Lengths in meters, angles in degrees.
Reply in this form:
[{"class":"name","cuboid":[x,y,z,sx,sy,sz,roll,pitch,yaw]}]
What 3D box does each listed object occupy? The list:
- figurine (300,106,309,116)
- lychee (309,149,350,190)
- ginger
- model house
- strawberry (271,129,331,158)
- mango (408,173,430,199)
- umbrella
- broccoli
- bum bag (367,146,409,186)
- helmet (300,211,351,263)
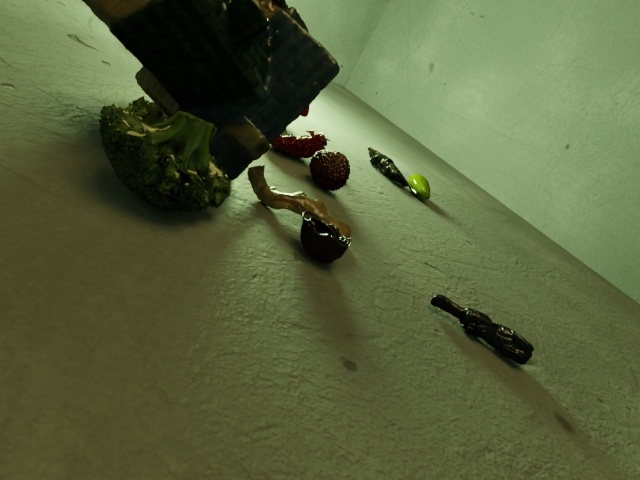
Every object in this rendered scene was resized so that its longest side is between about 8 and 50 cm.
[{"class":"figurine","cuboid":[-0.141,-0.521,1.771,0.173,0.173,0.173,26,23,-12]},{"class":"lychee","cuboid":[0.030,-0.209,1.401,0.123,0.123,0.129,17,35,-31]},{"class":"ginger","cuboid":[-0.046,-0.082,1.101,0.287,0.075,0.089,32,45,-9]},{"class":"model house","cuboid":[-0.182,-0.388,0.975,0.400,0.395,0.445,48,-1,35]},{"class":"strawberry","cuboid":[-0.085,-0.306,1.531,0.207,0.087,0.167,-9,17,-20]},{"class":"mango","cuboid":[0.415,-0.222,1.961,0.091,0.074,0.165,22,24,-24]},{"class":"umbrella","cuboid":[0.360,0.187,1.056,0.248,0.071,0.071,35,23,7]},{"class":"broccoli","cuboid":[-0.262,-0.143,0.829,0.226,0.176,0.198,9,31,-13]},{"class":"bum bag","cuboid":[0.275,-0.312,1.981,0.248,0.069,0.102,44,-10,32]},{"class":"helmet","cuboid":[0.000,0.000,0.987,0.123,0.071,0.098,37,16,33]}]
